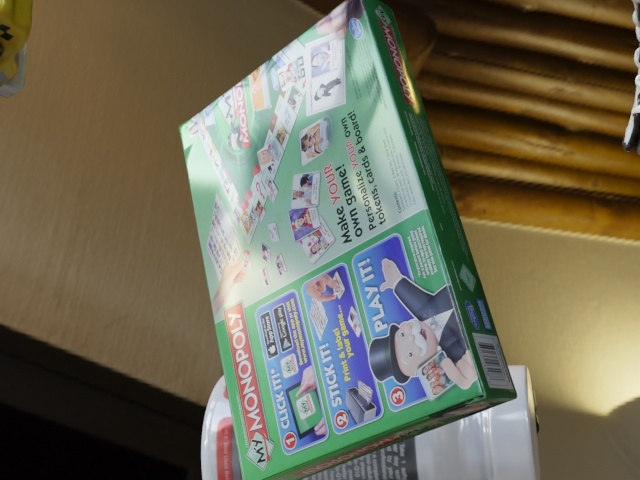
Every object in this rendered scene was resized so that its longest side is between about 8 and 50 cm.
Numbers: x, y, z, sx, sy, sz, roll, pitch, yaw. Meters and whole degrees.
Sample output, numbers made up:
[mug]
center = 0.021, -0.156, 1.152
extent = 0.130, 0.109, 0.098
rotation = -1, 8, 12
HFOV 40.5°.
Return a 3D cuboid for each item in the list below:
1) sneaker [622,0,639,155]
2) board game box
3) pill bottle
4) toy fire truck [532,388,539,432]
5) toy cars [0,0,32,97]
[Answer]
[sneaker]
center = 0.398, -0.208, 0.907
extent = 0.169, 0.257, 0.447
rotation = 12, 6, 30
[board game box]
center = 0.000, 0.000, 0.652
extent = 0.213, 0.317, 0.046
rotation = -30, -28, 33
[pill bottle]
center = 0.064, 0.242, 1.008
extent = 0.363, 0.210, 0.210
rotation = -5, -40, 14
[toy fire truck]
center = 0.265, 0.351, 1.652
extent = 0.246, 0.158, 0.217
rotation = 22, -62, -4
[toy cars]
center = -0.204, -0.235, 0.626
extent = 0.087, 0.176, 0.393
rotation = 21, -74, -51
